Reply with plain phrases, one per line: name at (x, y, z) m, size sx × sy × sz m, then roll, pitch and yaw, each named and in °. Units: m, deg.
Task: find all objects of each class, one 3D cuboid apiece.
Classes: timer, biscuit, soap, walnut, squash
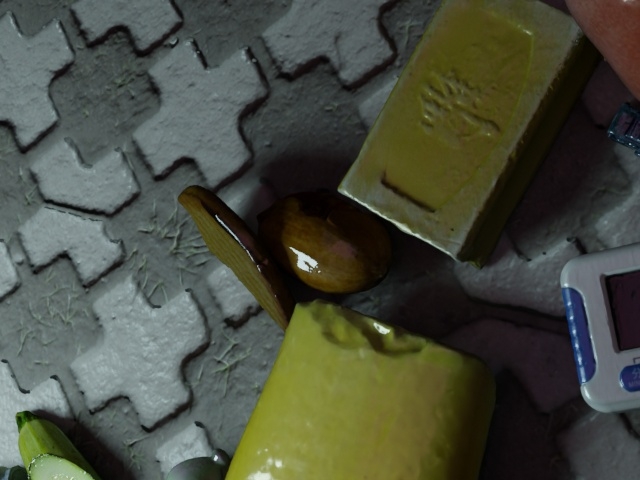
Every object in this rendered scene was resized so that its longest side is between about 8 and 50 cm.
timer at (0.397, 0.082, 1.318) m, size 0.253 × 0.078 × 0.178 m, roll -13°, pitch 74°, yaw 22°
biscuit at (-0.094, 0.026, 1.549) m, size 0.031 × 0.176 × 0.229 m, roll -36°, pitch 102°, yaw -16°
soap at (0.177, -0.146, 1.456) m, size 0.199 × 0.091 × 0.315 m, roll 32°, pitch 96°, yaw 25°
soap at (0.029, 0.299, 1.437) m, size 0.306 × 0.115 × 0.427 m, roll 21°, pitch 91°, yaw 23°
walnut at (0.000, 0.000, 1.510) m, size 0.207 × 0.115 × 0.116 m, roll 19°, pitch 90°, yaw 35°
squash at (-0.363, 0.295, 1.647) m, size 0.200 × 0.075 × 0.090 m, roll 45°, pitch 127°, yaw 26°

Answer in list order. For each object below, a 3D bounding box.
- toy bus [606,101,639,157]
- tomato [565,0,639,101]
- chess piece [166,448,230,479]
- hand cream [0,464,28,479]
toy bus at (0.396, -0.100, 1.355) m, size 0.166 × 0.065 × 0.047 m, roll 30°, pitch 96°, yaw 25°
tomato at (0.379, -0.284, 1.255) m, size 0.272 × 0.341 × 0.341 m, roll -36°, pitch 68°, yaw 30°
chess piece at (-0.212, 0.366, 1.550) m, size 0.272 × 0.139 × 0.139 m, roll -46°, pitch 65°, yaw -1°
hand cream at (-0.519, 0.375, 1.724) m, size 0.276 × 0.059 × 0.095 m, roll -23°, pitch 73°, yaw 26°
